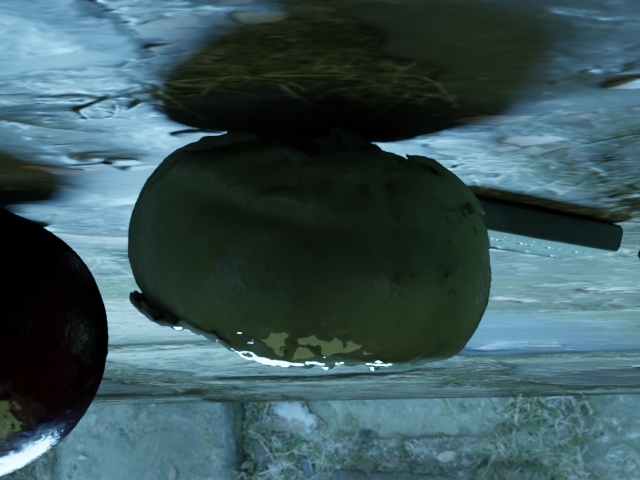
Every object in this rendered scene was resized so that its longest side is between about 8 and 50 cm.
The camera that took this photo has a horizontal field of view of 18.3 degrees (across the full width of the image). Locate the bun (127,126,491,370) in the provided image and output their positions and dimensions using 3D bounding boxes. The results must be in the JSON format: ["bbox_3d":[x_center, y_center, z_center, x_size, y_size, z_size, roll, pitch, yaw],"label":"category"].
[{"bbox_3d":[0.000,0.000,1.267,0.239,0.141,0.239,8,-166,-2],"label":"bun"}]

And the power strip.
[{"bbox_3d":[0.148,-0.011,1.585,0.252,0.027,0.060,8,168,-43],"label":"power strip"}]

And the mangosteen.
[{"bbox_3d":[-0.277,0.058,1.593,0.235,0.235,0.261,-2,-146,15],"label":"mangosteen"}]

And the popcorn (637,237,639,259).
[{"bbox_3d":[0.280,-0.002,1.125,0.198,0.212,0.198,-24,149,-15],"label":"popcorn"}]
